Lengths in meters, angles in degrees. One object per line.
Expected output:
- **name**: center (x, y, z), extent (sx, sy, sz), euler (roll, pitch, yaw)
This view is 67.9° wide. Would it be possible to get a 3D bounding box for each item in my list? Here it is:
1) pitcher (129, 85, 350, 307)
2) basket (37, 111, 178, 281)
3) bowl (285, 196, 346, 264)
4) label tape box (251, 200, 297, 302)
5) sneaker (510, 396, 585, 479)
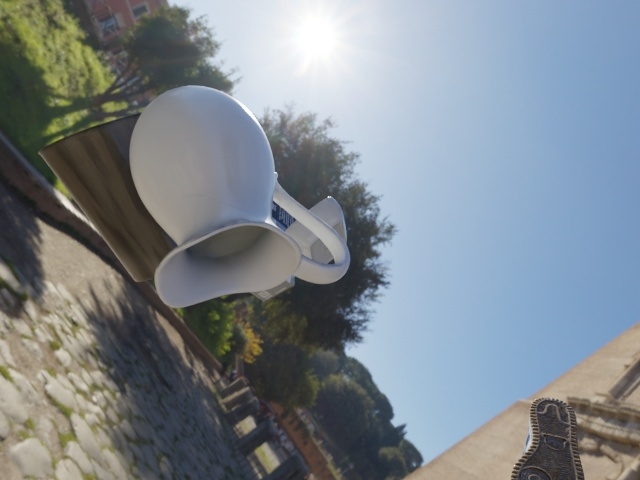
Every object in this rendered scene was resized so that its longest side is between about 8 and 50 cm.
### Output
- **pitcher**: center (-0.075, -0.043, 0.433), extent (0.125, 0.178, 0.207), euler (-55, -136, 31)
- **basket**: center (-0.280, -0.063, 0.739), extent (0.154, 0.204, 0.226), euler (-10, -73, 45)
- **bowl**: center (0.000, 0.000, 0.965), extent (0.053, 0.142, 0.142), euler (38, -25, 32)
- **label tape box**: center (-0.202, -0.042, 1.129), extent (0.334, 0.106, 0.240), euler (40, 34, -33)
- **sneaker**: center (0.372, 0.405, 0.784), extent (0.099, 0.282, 0.153), euler (7, -66, 28)
